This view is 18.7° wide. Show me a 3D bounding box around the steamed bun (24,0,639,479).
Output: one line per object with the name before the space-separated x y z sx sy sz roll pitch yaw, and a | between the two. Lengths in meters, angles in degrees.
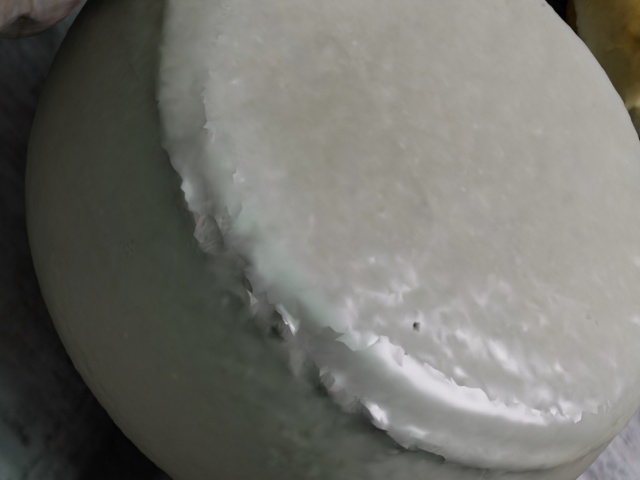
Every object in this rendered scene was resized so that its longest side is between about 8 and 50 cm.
steamed bun | 0.000 0.000 0.819 0.283 0.177 0.283 21 53 -31

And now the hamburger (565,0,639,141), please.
hamburger | 0.215 -0.137 1.145 0.155 0.135 0.208 9 64 -46

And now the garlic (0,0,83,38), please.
garlic | -0.148 -0.162 0.738 0.227 0.152 0.228 2 52 -3
